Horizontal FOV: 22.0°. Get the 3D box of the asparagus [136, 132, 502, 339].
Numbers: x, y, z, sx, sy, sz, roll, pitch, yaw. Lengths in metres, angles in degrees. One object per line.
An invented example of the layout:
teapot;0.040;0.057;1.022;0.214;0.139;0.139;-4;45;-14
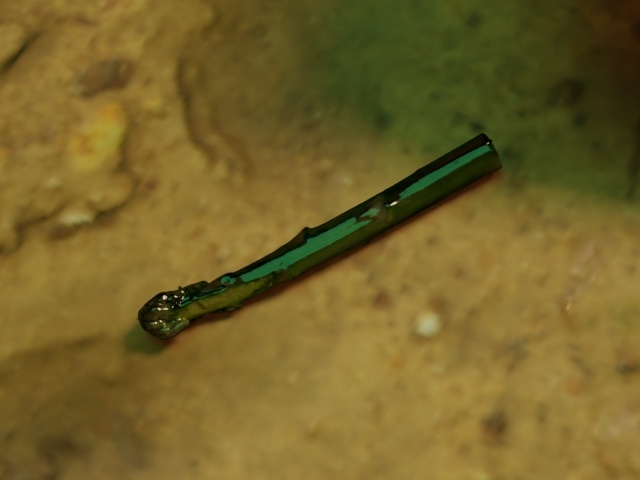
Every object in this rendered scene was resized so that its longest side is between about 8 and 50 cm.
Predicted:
asparagus;0.000;0.000;0.524;0.127;0.015;0.018;-27;49;-4
